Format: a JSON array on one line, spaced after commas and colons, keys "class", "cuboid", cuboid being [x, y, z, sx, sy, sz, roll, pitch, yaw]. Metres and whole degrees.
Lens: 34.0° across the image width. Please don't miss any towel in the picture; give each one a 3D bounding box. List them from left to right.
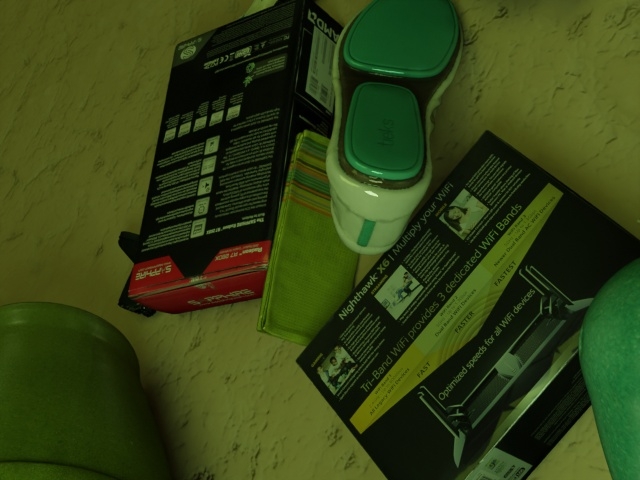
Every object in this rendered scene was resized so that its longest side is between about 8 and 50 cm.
[{"class": "towel", "cuboid": [0.000, 0.000, 1.149, 0.021, 0.102, 0.237, 148, 137, -62]}]

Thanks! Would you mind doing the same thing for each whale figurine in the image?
[{"class": "whale figurine", "cuboid": [0.254, 0.136, 0.777, 0.141, 0.216, 0.272, 11, 97, 7]}]

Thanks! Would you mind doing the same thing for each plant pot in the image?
[{"class": "plant pot", "cuboid": [-0.316, 0.264, 1.134, 0.366, 0.366, 0.353, -37, 37, 21]}]

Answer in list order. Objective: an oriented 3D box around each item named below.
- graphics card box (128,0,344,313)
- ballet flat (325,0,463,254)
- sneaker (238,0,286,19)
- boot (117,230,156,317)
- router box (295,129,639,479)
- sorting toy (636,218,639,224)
[{"class": "graphics card box", "cuboid": [-0.102, -0.103, 1.296, 0.233, 0.094, 0.370, -14, 60, 37]}, {"class": "ballet flat", "cuboid": [0.069, -0.134, 1.118, 0.139, 0.139, 0.400, -26, 30, 29]}, {"class": "sneaker", "cuboid": [-0.052, -0.335, 1.405, 0.161, 0.057, 0.075, -48, 50, 14]}, {"class": "boot", "cuboid": [-0.240, 0.044, 1.376, 0.121, 0.045, 0.099, 13, 81, 45]}, {"class": "router box", "cuboid": [0.148, 0.082, 0.982, 0.309, 0.081, 0.243, -50, 44, 8]}, {"class": "sorting toy", "cuboid": [0.334, -0.022, 0.908, 0.083, 0.045, 0.075, -51, 52, 7]}]
